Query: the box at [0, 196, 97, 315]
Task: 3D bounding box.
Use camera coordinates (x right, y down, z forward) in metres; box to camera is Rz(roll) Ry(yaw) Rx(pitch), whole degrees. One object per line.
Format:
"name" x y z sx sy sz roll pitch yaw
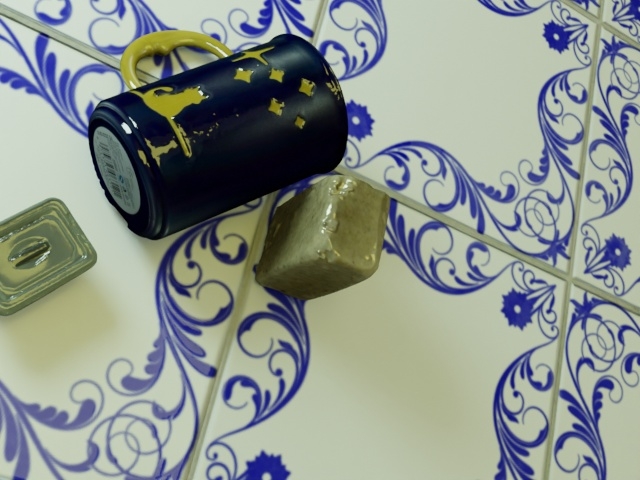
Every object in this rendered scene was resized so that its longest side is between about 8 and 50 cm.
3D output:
"box" -0.310 0.020 0.889 0.122 0.062 0.089 -34 92 -31

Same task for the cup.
"cup" -0.145 -0.133 1.000 0.256 0.255 0.178 -25 125 -30

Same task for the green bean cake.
"green bean cake" 0.000 0.000 0.996 0.085 0.179 0.109 24 67 -21
